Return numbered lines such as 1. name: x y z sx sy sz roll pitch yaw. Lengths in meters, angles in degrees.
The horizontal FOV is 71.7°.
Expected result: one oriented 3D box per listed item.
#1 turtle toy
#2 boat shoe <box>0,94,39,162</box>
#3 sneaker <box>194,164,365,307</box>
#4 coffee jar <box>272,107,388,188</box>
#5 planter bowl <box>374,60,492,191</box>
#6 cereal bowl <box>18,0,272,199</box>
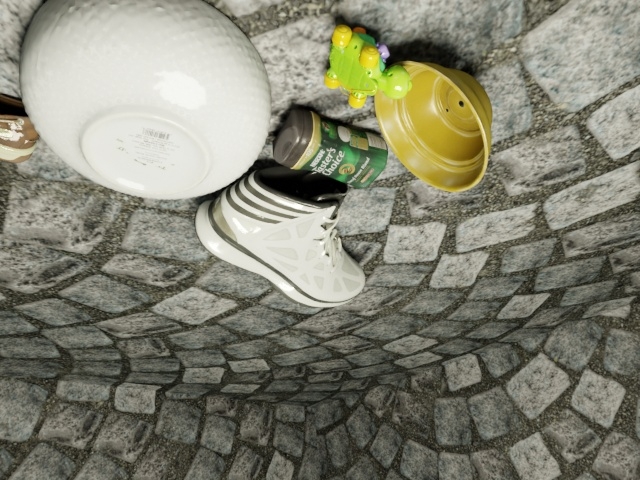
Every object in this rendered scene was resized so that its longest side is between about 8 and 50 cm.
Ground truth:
1. turtle toy: 0.065 -0.236 0.608 0.066 0.130 0.095 -41 165 -27
2. boat shoe: -0.516 -0.198 0.588 0.258 0.095 0.095 17 127 -42
3. sneaker: 0.000 0.001 0.904 0.258 0.169 0.448 -29 139 34
4. coffee jar: 0.015 -0.153 0.748 0.185 0.079 0.096 12 144 -26
5. planter bowl: 0.188 -0.188 0.671 0.090 0.217 0.217 -39 152 -17
6. cereal bowl: -0.237 -0.166 0.627 0.339 0.141 0.339 -4 148 -2
